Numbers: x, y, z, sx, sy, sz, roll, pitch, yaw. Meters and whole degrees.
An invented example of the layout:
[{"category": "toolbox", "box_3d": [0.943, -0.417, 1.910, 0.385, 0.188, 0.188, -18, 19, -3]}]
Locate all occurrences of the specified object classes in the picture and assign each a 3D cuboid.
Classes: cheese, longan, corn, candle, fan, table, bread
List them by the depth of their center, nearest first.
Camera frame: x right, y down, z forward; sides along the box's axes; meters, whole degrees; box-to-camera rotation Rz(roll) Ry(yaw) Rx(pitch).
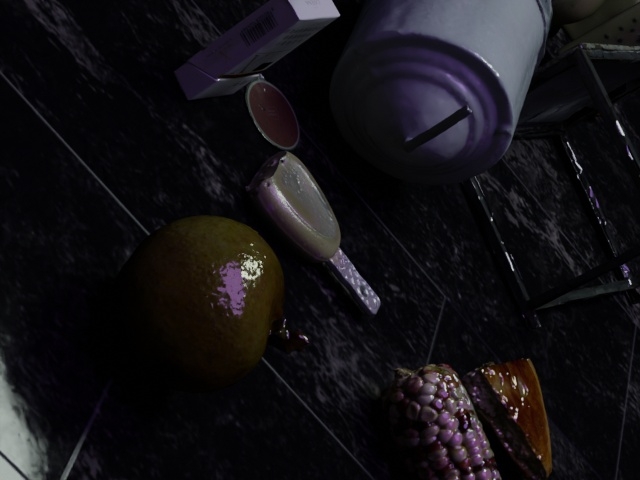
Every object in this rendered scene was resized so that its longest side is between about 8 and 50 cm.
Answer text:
[{"category": "longan", "box_3d": [-0.091, 0.057, 1.593, 0.145, 0.176, 0.155, 97, 12, -79]}, {"category": "corn", "box_3d": [0.140, 0.253, 1.858, 0.092, 0.092, 0.280, -15, 83, -59]}, {"category": "cheese", "box_3d": [0.000, 0.000, 1.901, 0.192, 0.037, 0.097, 52, 33, -16]}, {"category": "fan", "box_3d": [-0.058, -0.154, 1.974, 0.085, 0.005, 0.133, -1, 66, -56]}, {"category": "bread", "box_3d": [0.209, 0.173, 2.053, 0.154, 0.054, 0.136, 56, 31, -19]}, {"category": "candle", "box_3d": [0.129, -0.196, 2.076, 0.221, 0.221, 0.342, 48, 40, -21]}, {"category": "table", "box_3d": [0.357, -0.071, 2.316, 0.335, 0.222, 0.272, -8, 71, -57]}]

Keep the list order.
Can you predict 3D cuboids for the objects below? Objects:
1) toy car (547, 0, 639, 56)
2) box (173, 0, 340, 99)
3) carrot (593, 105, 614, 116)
[{"category": "toy car", "box_3d": [0.302, -0.373, 2.471, 0.336, 0.242, 0.226, 19, 48, -53]}, {"category": "box", "box_3d": [-0.064, -0.194, 1.849, 0.040, 0.154, 0.084, 59, 30, 5]}, {"category": "carrot", "box_3d": [0.351, -0.199, 2.586, 0.191, 0.047, 0.047, 5, 61, -54]}]
